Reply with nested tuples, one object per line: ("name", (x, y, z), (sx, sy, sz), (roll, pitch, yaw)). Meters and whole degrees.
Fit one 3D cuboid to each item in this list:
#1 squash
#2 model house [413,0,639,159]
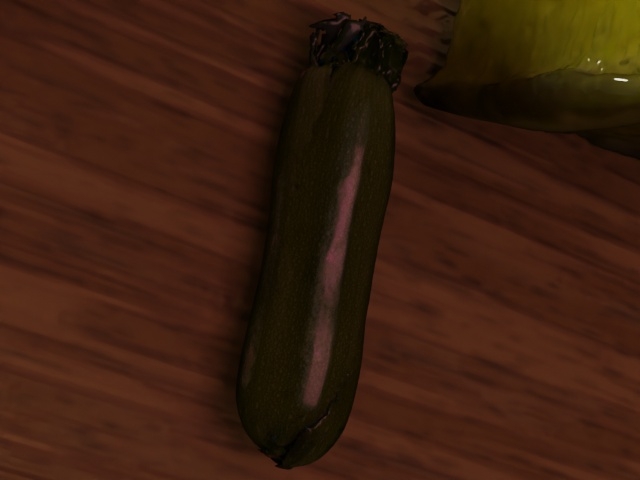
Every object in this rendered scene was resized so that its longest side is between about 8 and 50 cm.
("squash", (0.000, 0.000, 0.692), (0.052, 0.052, 0.183), (13, 81, -32))
("model house", (0.161, -0.152, 0.714), (0.175, 0.193, 0.234), (5, 87, -30))
